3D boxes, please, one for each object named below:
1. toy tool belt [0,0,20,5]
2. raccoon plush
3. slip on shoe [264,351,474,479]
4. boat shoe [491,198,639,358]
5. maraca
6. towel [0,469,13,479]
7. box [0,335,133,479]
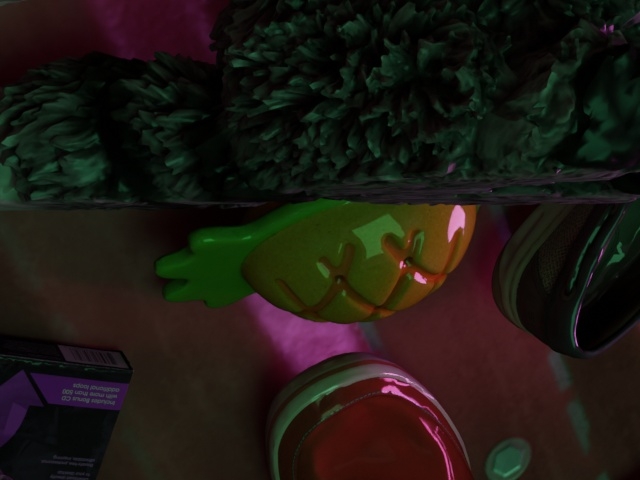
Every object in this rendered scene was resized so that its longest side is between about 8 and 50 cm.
[{"bbox_3d":[-0.158,-0.142,0.844,0.083,0.052,0.051,-18,91,-21],"label":"toy tool belt"},{"bbox_3d":[0.018,-0.169,0.798,0.446,0.216,0.299,-1,88,4],"label":"raccoon plush"},{"bbox_3d":[0.063,0.203,1.097,0.123,0.101,0.331,-29,123,-9],"label":"slip on shoe"},{"bbox_3d":[0.224,-0.043,1.031,0.285,0.092,0.103,-47,126,2],"label":"boat shoe"},{"bbox_3d":[0.000,0.000,0.960,0.186,0.099,0.127,-14,156,-4],"label":"maraca"},{"bbox_3d":[-0.319,0.128,0.851,0.235,0.121,0.283,-39,120,6],"label":"towel"},{"bbox_3d":[-0.185,0.131,0.978,0.116,0.029,0.162,9,112,-30],"label":"box"}]
